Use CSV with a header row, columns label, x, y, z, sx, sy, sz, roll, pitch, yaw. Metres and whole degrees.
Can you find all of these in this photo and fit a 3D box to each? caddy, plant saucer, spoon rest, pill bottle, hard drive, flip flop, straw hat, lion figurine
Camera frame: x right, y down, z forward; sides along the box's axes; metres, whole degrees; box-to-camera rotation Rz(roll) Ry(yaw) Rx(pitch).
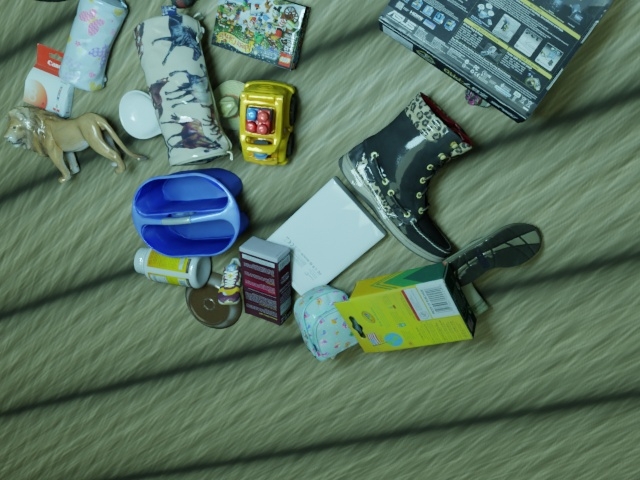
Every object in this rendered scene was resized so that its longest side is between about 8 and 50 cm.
label,x,y,z,sx,sy,sz,roll,pitch,yaw
caddy,-0.370,-0.079,1.712,0.342,0.179,0.241,-3,108,19
plant saucer,-0.341,0.194,1.879,0.199,0.036,0.198,6,110,17
spoon rest,-0.451,-0.346,1.697,0.277,0.084,0.137,10,112,14
pill bottle,-0.451,0.074,1.826,0.215,0.117,0.117,8,111,17
hard drive,0.000,0.000,1.692,0.210,0.040,0.319,48,116,-2
flip flop,0.423,0.033,1.533,0.277,0.080,0.112,-28,107,10
straw hat,-0.250,-0.362,1.636,0.145,0.061,0.144,6,110,17
lion figurine,-0.718,-0.305,1.761,0.393,0.142,0.240,-8,117,15

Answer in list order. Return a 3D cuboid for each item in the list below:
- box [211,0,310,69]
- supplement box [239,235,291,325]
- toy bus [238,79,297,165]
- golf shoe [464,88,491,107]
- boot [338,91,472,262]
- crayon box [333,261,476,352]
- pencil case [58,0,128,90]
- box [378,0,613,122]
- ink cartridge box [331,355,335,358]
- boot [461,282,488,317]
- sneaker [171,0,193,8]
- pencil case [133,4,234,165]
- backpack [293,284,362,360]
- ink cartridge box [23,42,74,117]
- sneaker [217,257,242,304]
label,x,y,z,sx,sy,sz,roll,pitch,yaw
box,-0.156,-0.550,1.546,0.233,0.044,0.159,21,114,11
supplement box,-0.155,0.118,1.733,0.130,0.073,0.239,17,126,24
toy bus,-0.145,-0.284,1.535,0.150,0.211,0.220,6,113,1
golf shoe,0.394,-0.406,1.411,0.086,0.067,0.185,2,102,-25
boot,0.261,-0.153,1.503,0.377,0.138,0.284,49,116,3
crayon box,0.218,0.183,1.571,0.319,0.081,0.202,-15,119,30
pencil case,-0.630,-0.551,1.666,0.124,0.113,0.273,20,117,-18
box,0.374,-0.497,1.309,0.395,0.097,0.318,34,98,4
ink cartridge box,0.034,0.320,1.801,0.048,0.028,0.083,35,116,4
boot,0.324,0.166,1.621,0.213,0.077,0.165,-30,98,18
sneaker,-0.288,-0.696,1.508,0.135,0.097,0.276,36,115,6
pencil case,-0.348,-0.383,1.560,0.184,0.160,0.409,-16,90,11
backpack,0.020,0.224,1.684,0.166,0.144,0.188,-25,101,-14
ink cartridge box,-0.804,-0.475,1.792,0.146,0.045,0.179,23,117,9
sneaker,-0.262,0.117,1.742,0.070,0.185,0.083,-1,113,-3
